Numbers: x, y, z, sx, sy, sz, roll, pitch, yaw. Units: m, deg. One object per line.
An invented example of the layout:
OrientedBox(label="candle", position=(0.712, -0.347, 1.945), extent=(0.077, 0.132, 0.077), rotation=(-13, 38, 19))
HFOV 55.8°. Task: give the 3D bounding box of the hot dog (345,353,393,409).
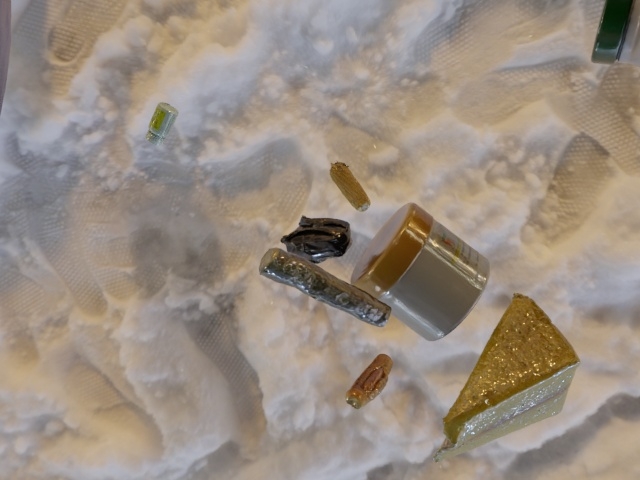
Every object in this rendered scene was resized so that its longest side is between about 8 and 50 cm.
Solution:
OrientedBox(label="hot dog", position=(0.082, 0.217, 0.944), extent=(0.044, 0.137, 0.028), rotation=(37, 120, 15))

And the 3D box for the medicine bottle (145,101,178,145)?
OrientedBox(label="medicine bottle", position=(-0.339, -0.248, 1.289), extent=(0.047, 0.047, 0.083), rotation=(29, 108, -4))

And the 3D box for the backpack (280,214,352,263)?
OrientedBox(label="backpack", position=(-0.001, 0.002, 1.494), extent=(0.165, 0.120, 0.106), rotation=(6, 127, 37))

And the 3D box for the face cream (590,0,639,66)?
OrientedBox(label="face cream", position=(0.788, -0.464, 1.288), extent=(0.356, 0.312, 0.220), rotation=(15, 115, 21))

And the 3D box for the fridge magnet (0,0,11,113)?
OrientedBox(label="fridge magnet", position=(-0.206, -0.135, 0.277), extent=(0.112, 0.265, 0.266), rotation=(-6, 105, -21))

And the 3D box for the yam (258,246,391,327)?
OrientedBox(label="yam", position=(0.015, 0.089, 1.085), extent=(0.274, 0.061, 0.061), rotation=(28, 104, -24))

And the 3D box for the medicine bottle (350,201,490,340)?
OrientedBox(label="medicine bottle", position=(0.224, 0.071, 1.374), extent=(0.231, 0.238, 0.238), rotation=(36, 103, -6))

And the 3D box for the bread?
OrientedBox(label="bread", position=(0.372, 0.323, 1.386), extent=(0.361, 0.245, 0.233), rotation=(-20, 137, -13))

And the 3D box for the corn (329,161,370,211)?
OrientedBox(label="corn", position=(0.037, -0.072, 0.774), extent=(0.083, 0.027, 0.028), rotation=(56, 132, 29))
